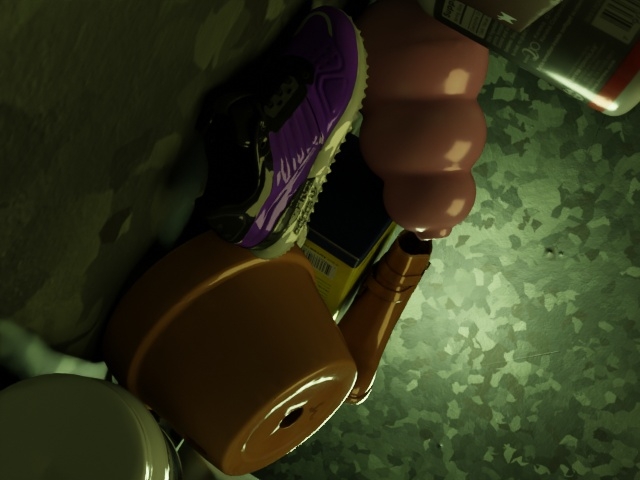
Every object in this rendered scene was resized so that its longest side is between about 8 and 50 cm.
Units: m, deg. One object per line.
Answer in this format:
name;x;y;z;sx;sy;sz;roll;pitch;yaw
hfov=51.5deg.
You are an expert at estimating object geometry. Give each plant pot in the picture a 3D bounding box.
plant pot;-0.092;0.147;0.828;0.291;0.203;0.291;-31;150;-21

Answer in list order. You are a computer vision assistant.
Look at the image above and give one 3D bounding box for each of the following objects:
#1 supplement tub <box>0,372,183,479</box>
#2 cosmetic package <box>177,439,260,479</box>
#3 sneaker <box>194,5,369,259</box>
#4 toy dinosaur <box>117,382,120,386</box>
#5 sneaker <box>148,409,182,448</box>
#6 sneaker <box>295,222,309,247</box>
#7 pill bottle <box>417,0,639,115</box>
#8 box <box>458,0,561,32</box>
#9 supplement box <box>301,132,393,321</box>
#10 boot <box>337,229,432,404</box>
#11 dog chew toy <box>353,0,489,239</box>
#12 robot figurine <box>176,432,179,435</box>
supplement tub;-0.247;0.249;0.685;0.191;0.191;0.272;-53;171;-23
cosmetic package;-0.126;0.431;0.951;0.161;0.230;0.453;-59;-173;-17
sneaker;-0.049;-0.132;0.704;0.146;0.102;0.293;25;82;-50
toy dinosaur;-0.292;0.241;0.941;0.183;0.053;0.093;104;4;-53
sneaker;-0.317;0.385;1.119;0.110;0.107;0.275;-52;176;34
sneaker;-0.106;0.027;0.952;0.122;0.110;0.283;-45;166;-40
pill bottle;0.238;-0.315;0.747;0.210;0.363;0.210;-55;171;-14
box;0.167;-0.318;0.556;0.203;0.168;0.167;-62;-178;7
supplement box;0.000;0.000;1.142;0.194;0.195;0.356;-52;169;-30
boot;0.098;0.111;1.061;0.220;0.109;0.283;-60;173;30
dog chew toy;0.140;-0.167;0.931;0.206;0.206;0.332;-17;100;-77
robot figurine;-0.142;0.215;1.129;0.278;0.173;0.209;-48;175;8
